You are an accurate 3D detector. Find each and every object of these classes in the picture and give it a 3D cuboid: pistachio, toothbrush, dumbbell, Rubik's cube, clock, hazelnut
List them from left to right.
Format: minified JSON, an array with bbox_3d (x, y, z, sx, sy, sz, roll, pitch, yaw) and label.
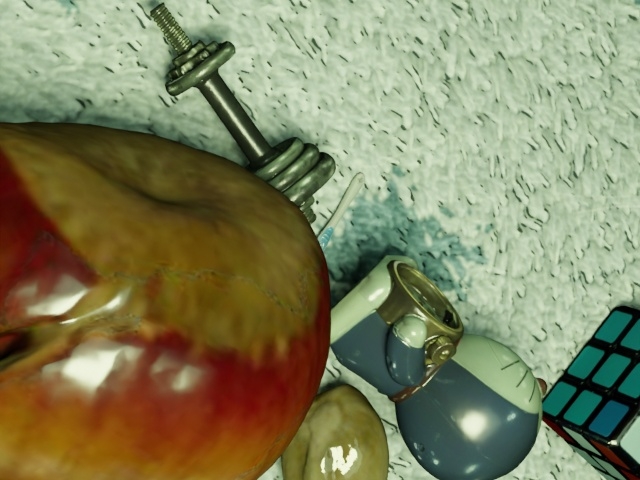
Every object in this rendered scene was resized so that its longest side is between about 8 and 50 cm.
[{"bbox_3d":[-0.191,0.077,1.260,0.409,0.359,0.359,6,95,-22],"label":"hazelnut"},{"bbox_3d":[-0.082,-0.117,1.411,0.110,0.110,0.254,-38,102,-13],"label":"dumbbell"},{"bbox_3d":[0.000,0.000,1.502,0.014,0.017,0.162,36,80,-27],"label":"toothbrush"},{"bbox_3d":[0.018,0.237,1.497,0.108,0.126,0.185,4,102,21],"label":"pistachio"},{"bbox_3d":[0.115,0.131,1.471,0.146,0.199,0.243,-42,91,11],"label":"clock"},{"bbox_3d":[0.362,0.186,1.588,0.163,0.162,0.160,43,81,-22],"label":"Rubik's cube"}]
